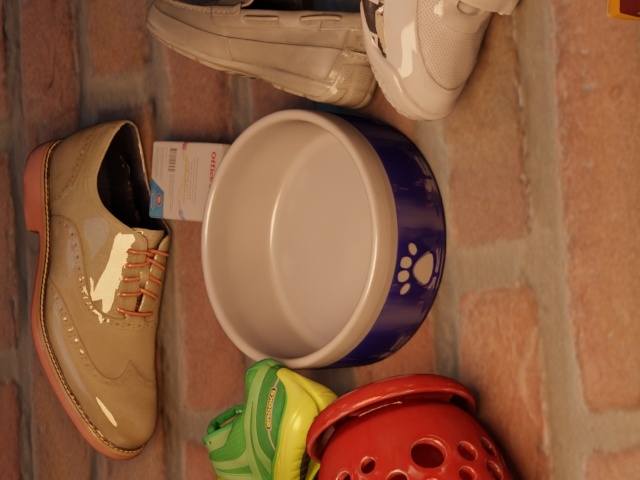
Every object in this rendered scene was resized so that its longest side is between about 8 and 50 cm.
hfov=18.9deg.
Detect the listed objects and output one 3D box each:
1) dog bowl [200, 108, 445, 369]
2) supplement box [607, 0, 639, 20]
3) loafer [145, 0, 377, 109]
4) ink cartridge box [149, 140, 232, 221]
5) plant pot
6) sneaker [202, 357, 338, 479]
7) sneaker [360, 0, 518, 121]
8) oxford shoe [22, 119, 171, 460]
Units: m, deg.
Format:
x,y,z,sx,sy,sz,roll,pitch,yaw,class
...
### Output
x,y,z,sx,sy,sz,roll,pitch,yaw,class
0.000,0.000,1.972,0.265,0.104,0.265,-3,86,46,dog bowl
0.341,-0.279,1.570,0.194,0.129,0.191,-179,91,-69,supplement box
-0.059,-0.225,2.051,0.319,0.112,0.111,20,97,37,loafer
-0.133,-0.065,2.152,0.122,0.052,0.088,6,92,48,ink cartridge box
0.086,0.228,1.813,0.191,0.191,0.174,-39,55,38,plant pot
-0.060,0.231,1.983,0.123,0.109,0.295,43,134,24,sneaker
0.164,-0.284,1.791,0.210,0.137,0.365,14,95,49,sneaker
-0.241,0.049,2.202,0.146,0.140,0.397,-24,73,35,oxford shoe
